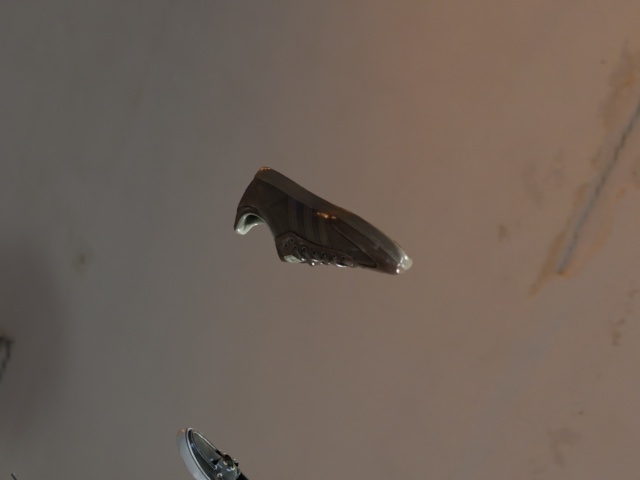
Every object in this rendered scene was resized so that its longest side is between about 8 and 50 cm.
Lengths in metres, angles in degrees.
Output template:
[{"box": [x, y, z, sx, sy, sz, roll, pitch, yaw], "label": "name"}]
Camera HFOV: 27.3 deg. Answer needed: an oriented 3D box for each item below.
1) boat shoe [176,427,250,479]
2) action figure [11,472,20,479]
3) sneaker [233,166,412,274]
[{"box": [-0.103, 0.254, 1.432, 0.040, 0.142, 0.049, -28, -159, 17], "label": "boat shoe"}, {"box": [-0.329, 0.390, 1.476, 0.164, 0.141, 0.276, -50, -157, 25], "label": "action figure"}, {"box": [0.000, 0.000, 1.229, 0.188, 0.066, 0.071, 30, -93, 33], "label": "sneaker"}]
